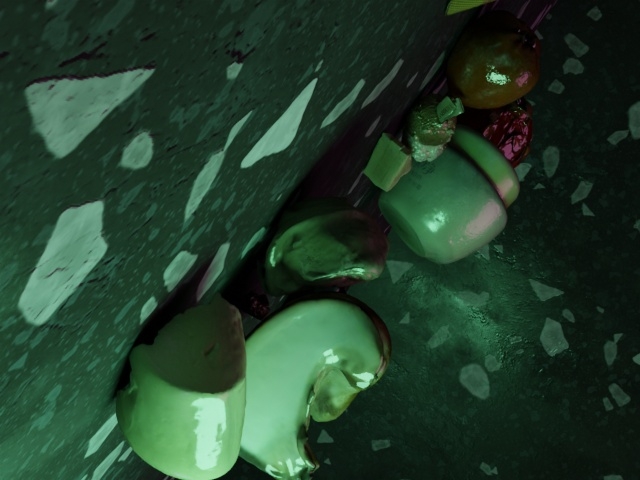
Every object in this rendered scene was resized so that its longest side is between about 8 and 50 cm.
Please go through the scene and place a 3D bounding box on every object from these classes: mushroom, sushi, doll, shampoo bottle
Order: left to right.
[{"bbox_3d":[-0.116,0.119,1.697,0.047,0.050,0.099,-60,-176,-3],"label":"sushi"},{"bbox_3d":[-0.026,0.202,1.547,0.314,0.224,0.397,-57,176,7],"label":"mushroom"},{"bbox_3d":[0.236,-0.251,1.980,0.221,0.105,0.115,107,-16,-70],"label":"doll"},{"bbox_3d":[0.322,-0.112,2.358,0.317,0.322,0.322,-46,173,-5],"label":"shampoo bottle"}]

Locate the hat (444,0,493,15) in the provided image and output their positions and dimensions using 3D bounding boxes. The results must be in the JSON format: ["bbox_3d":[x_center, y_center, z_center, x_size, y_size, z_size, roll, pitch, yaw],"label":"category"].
[{"bbox_3d":[0.296,-0.441,1.551,0.193,0.082,0.193,-54,174,-9],"label":"hat"}]

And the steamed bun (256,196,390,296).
[{"bbox_3d":[-0.002,0.000,1.467,0.211,0.144,0.218,-13,-173,16],"label":"steamed bun"}]

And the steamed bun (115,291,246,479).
[{"bbox_3d":[-0.184,0.188,1.226,0.200,0.170,0.225,-97,-166,-52],"label":"steamed bun"}]

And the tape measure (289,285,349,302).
[{"bbox_3d":[-0.023,0.173,2.261,0.202,0.135,0.223,-63,177,-10],"label":"tape measure"}]

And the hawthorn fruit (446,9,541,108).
[{"bbox_3d":[0.347,-0.358,1.947,0.251,0.199,0.199,-41,-177,42],"label":"hawthorn fruit"}]

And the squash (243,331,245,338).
[{"bbox_3d":[-0.171,0.202,1.650,0.069,0.069,0.239,-50,173,-25],"label":"squash"}]

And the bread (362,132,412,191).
[{"bbox_3d":[0.159,-0.183,1.909,0.105,0.077,0.152,-45,173,-32],"label":"bread"}]

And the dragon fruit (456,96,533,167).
[{"bbox_3d":[0.467,-0.301,2.646,0.277,0.277,0.342,-44,164,-56],"label":"dragon fruit"}]

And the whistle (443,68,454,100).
[{"bbox_3d":[0.350,-0.384,2.090,0.288,0.106,0.131,-54,167,1],"label":"whistle"}]
